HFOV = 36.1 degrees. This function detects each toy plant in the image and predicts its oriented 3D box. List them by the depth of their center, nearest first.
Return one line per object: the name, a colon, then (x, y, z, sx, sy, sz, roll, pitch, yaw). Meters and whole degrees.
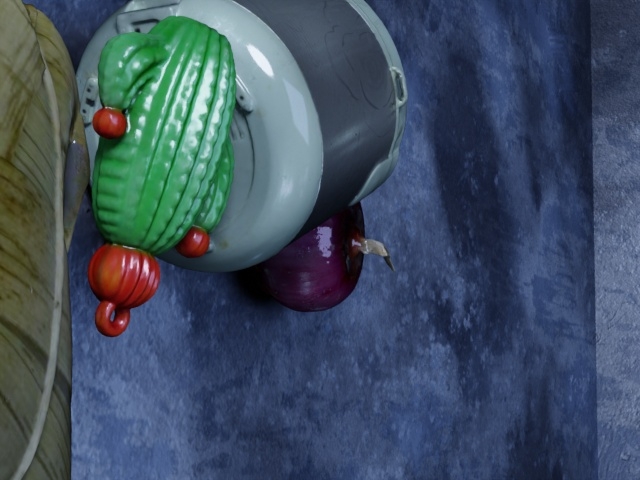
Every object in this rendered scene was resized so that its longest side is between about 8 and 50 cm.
toy plant: (-0.121, -0.054, 0.774, 0.154, 0.088, 0.240, -20, 116, -58)

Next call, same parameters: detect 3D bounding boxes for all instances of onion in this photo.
onion: (-0.010, 0.000, 1.187, 0.177, 0.153, 0.177, 14, 71, -45)

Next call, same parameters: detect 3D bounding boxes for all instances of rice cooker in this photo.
rice cooker: (-0.075, -0.128, 0.980, 0.277, 0.288, 0.288, -37, 118, -56)

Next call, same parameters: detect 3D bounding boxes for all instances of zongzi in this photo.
zongzi: (-0.271, 0.042, 0.783, 0.467, 0.218, 0.500, 84, 8, -53)
